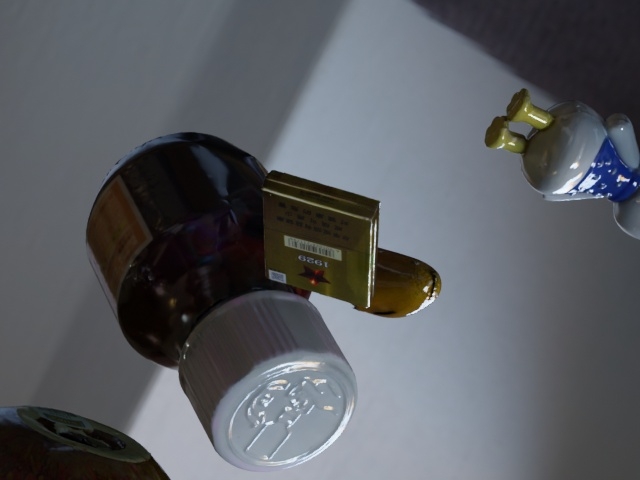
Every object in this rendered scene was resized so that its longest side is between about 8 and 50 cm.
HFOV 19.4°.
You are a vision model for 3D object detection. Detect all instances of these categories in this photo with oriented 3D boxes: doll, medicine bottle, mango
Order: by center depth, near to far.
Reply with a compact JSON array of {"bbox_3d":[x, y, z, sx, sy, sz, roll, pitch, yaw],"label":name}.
[{"bbox_3d":[0.066,0.043,1.872,0.127,0.063,0.077,9,143,35],"label":"mango"},{"bbox_3d":[0.309,-0.066,1.929,0.293,0.138,0.119,26,-139,-17],"label":"doll"},{"bbox_3d":[-0.111,0.068,2.056,0.242,0.242,0.395,28,-159,-34],"label":"medicine bottle"}]

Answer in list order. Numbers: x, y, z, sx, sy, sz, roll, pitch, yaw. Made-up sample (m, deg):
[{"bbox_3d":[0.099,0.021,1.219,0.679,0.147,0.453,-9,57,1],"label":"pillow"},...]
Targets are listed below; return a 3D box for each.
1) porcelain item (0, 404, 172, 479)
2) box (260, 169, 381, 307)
[{"bbox_3d":[-0.240,0.267,1.600,0.253,0.253,0.253,28,180,0],"label":"porcelain item"},{"bbox_3d":[0.000,0.000,1.462,0.090,0.023,0.133,17,149,11],"label":"box"}]
